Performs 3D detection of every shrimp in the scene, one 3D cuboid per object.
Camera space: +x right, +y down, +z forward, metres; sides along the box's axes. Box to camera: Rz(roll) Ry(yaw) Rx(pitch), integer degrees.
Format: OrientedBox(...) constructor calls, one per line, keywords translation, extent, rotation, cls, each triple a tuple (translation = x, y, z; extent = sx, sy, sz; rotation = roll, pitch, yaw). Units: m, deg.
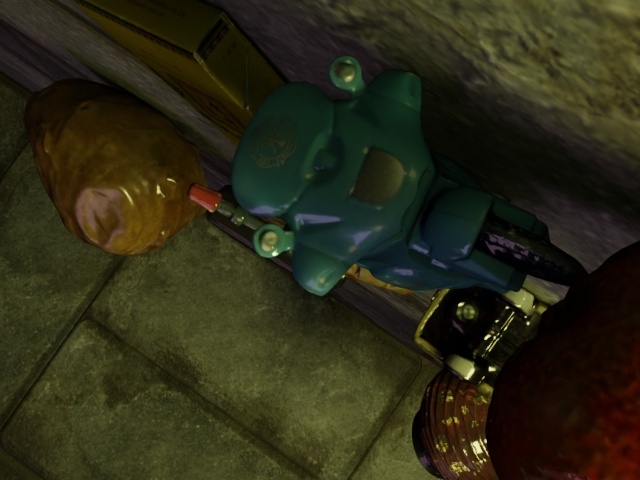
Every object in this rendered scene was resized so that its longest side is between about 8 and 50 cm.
OrientedBox(translation=(-0.001, 0.001, 1.262), extent=(0.294, 0.062, 0.154), rotation=(31, 180, 16), cls="shrimp")

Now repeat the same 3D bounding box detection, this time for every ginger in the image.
OrientedBox(translation=(-0.289, -0.111, 1.306), extent=(0.223, 0.200, 0.269), rotation=(-9, 104, 36), cls="ginger")

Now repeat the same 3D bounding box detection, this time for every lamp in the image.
OrientedBox(translation=(0.278, 0.323, 1.583), extent=(0.247, 0.247, 0.247), rotation=(34, 175, 3), cls="lamp")

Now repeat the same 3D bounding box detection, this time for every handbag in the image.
OrientedBox(translation=(-0.058, -0.006, 1.498), extent=(0.247, 0.080, 0.223), rotation=(32, -178, 3), cls="handbag")

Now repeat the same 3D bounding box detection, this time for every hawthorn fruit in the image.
OrientedBox(translation=(0.167, 0.089, 0.384), extent=(0.188, 0.169, 0.169), rotation=(45, 178, 17), cls="hawthorn fruit")

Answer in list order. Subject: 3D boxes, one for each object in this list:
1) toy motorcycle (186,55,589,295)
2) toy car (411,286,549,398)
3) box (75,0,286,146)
OrientedBox(translation=(0.027, -0.022, 0.545), extent=(0.182, 0.123, 0.272), rotation=(25, 177, -16), cls="toy motorcycle")
OrientedBox(translation=(0.209, 0.123, 0.826), extent=(0.257, 0.101, 0.124), rotation=(35, 180, 9), cls="toy car")
OrientedBox(translation=(-0.063, -0.110, 0.738), extent=(0.153, 0.041, 0.279), rotation=(32, 175, 36), cls="box")
